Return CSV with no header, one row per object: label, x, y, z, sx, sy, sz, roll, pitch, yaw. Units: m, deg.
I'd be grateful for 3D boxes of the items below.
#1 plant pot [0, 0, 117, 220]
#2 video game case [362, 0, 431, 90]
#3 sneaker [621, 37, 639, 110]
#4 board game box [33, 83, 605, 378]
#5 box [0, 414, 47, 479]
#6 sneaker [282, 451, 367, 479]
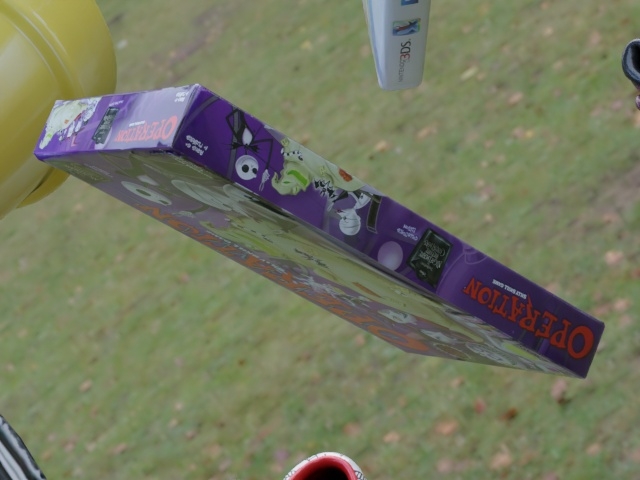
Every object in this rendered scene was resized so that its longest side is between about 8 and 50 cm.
plant pot,-0.315,-0.094,1.160,0.254,0.254,0.239,-26,28,33
video game case,0.030,-0.313,1.010,0.036,0.329,0.300,-9,-23,-3
sneaker,0.278,-0.120,1.117,0.281,0.163,0.106,-150,77,-71
board game box,0.000,0.000,1.004,0.208,0.347,0.056,10,74,59
box,-0.388,0.065,0.402,0.480,0.471,0.297,-31,5,39
sneaker,-0.028,0.306,1.255,0.090,0.145,0.270,16,57,23
